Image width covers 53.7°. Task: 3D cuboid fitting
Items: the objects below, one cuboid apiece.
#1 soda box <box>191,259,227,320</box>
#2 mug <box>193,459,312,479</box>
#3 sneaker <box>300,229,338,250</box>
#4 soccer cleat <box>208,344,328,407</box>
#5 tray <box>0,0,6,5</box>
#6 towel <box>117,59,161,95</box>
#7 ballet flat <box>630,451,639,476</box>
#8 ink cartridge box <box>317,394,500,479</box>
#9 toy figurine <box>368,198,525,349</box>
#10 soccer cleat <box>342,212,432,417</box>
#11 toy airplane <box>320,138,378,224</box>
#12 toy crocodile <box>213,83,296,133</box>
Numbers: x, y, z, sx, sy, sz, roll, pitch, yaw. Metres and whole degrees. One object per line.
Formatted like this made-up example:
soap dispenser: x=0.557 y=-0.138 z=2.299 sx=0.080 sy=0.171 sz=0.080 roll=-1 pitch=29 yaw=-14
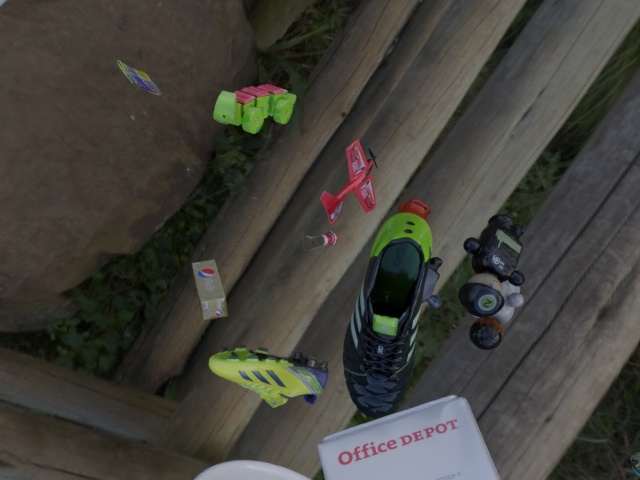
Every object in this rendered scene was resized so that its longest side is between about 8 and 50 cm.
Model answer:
soda box: x=-0.276 y=0.120 z=1.566 sx=0.061 sy=0.181 sz=0.058 roll=-9 pitch=121 yaw=-14
mug: x=-0.125 y=0.451 z=0.631 sx=0.276 sy=0.374 sz=0.328 roll=38 pitch=104 yaw=28
sneaker: x=0.000 y=0.000 z=1.749 sx=0.067 sy=0.118 sz=0.042 roll=-14 pitch=94 yaw=-37
soccer cleat: x=-0.101 y=0.284 z=1.285 sx=0.289 sy=0.093 sz=0.121 roll=16 pitch=91 yaw=-40
tray: x=-0.127 y=-0.189 z=0.225 sx=0.270 sy=0.030 sz=0.145 roll=-25 pitch=109 yaw=27
towel: x=-0.323 y=-0.290 z=1.128 sx=0.009 sy=0.083 sz=0.060 roll=-42 pitch=76 yaw=13
ballet flat: x=0.416 y=0.236 z=0.641 sx=0.189 sy=0.070 sz=0.070 roll=18 pitch=92 yaw=2
ink cartridge box: x=0.183 y=0.494 z=1.055 sx=0.279 sy=0.384 sz=0.160 roll=-18 pitch=144 yaw=2
toy figurine: x=0.188 y=0.060 z=0.926 sx=0.213 sy=0.209 sz=0.148 roll=13 pitch=60 yaw=23
soccer cleat: x=0.049 y=0.066 z=0.492 sx=0.060 sy=0.072 sz=0.178 roll=11 pitch=108 yaw=9
toy airplane: x=0.047 y=-0.082 z=0.993 sx=0.151 sy=0.028 sz=0.151 roll=-32 pitch=131 yaw=-46
toy crocodile: x=-0.165 y=-0.352 z=1.626 sx=0.115 sy=0.340 sz=0.105 roll=22 pitch=119 yaw=22
